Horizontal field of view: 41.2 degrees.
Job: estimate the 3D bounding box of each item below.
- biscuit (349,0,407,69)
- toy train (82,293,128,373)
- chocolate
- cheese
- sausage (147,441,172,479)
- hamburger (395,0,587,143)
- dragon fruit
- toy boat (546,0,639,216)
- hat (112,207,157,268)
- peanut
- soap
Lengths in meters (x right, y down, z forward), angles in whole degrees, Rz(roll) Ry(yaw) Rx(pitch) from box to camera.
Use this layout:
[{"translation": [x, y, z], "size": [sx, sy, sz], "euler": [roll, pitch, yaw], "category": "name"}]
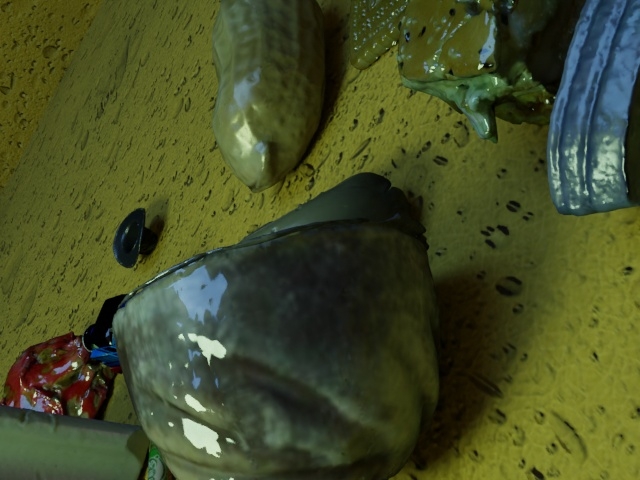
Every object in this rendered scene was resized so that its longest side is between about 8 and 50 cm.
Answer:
[{"translation": [0.121, -0.341, 1.070], "size": [0.254, 0.029, 0.172], "euler": [-35, 41, 42], "category": "biscuit"}, {"translation": [-0.286, 0.143, 1.268], "size": [0.204, 0.131, 0.082], "euler": [-18, 55, 53], "category": "toy train"}, {"translation": [-0.014, 0.130, 0.732], "size": [0.303, 0.303, 0.212], "euler": [-34, 66, 43], "category": "chocolate"}, {"translation": [0.000, 0.000, 0.911], "size": [0.203, 0.091, 0.175], "euler": [-28, 6, 24], "category": "cheese"}, {"translation": [-0.213, 0.306, 1.131], "size": [0.033, 0.033, 0.269], "euler": [-42, 37, 35], "category": "sausage"}, {"translation": [0.179, -0.216, 0.740], "size": [0.192, 0.168, 0.287], "euler": [4, 73, 57], "category": "hamburger"}, {"translation": [-0.432, 0.220, 1.448], "size": [0.211, 0.134, 0.262], "euler": [-39, 33, 21], "category": "dragon fruit"}, {"translation": [0.249, -0.144, 0.620], "size": [0.078, 0.127, 0.282], "euler": [21, 85, 54], "category": "toy boat"}, {"translation": [-0.322, -0.004, 1.516], "size": [0.121, 0.050, 0.121], "euler": [-28, 52, 43], "category": "hat"}, {"translation": [-0.074, -0.234, 1.180], "size": [0.174, 0.158, 0.339], "euler": [-22, 52, 24], "category": "peanut"}, {"translation": [-0.423, 0.316, 1.209], "size": [0.258, 0.302, 0.158], "euler": [-15, 61, 57], "category": "soap"}]
